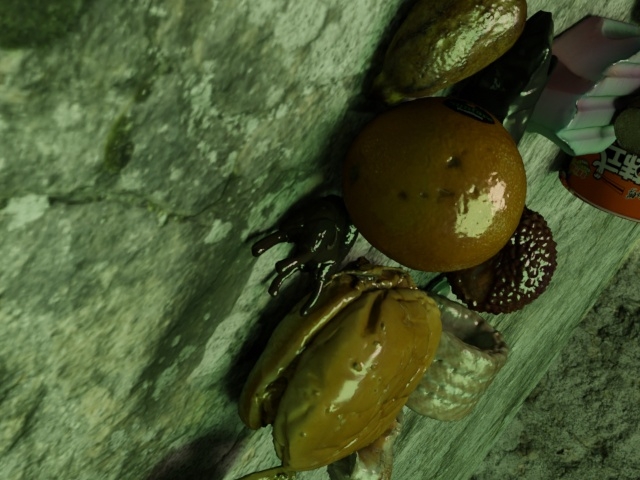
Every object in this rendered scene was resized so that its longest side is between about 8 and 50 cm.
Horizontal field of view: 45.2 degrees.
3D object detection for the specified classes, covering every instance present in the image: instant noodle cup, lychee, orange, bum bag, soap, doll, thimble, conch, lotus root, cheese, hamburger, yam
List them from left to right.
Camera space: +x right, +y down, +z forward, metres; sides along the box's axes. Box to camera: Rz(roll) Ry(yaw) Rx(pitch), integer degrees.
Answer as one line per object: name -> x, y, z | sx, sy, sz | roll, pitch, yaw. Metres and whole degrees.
doll -> 0.000, 0.000, 0.882 | 0.165, 0.057, 0.139 | -50, 153, -22
hamburger -> 0.033, 0.166, 1.028 | 0.319, 0.158, 0.318 | -41, 153, -26
conch -> 0.074, 0.312, 1.273 | 0.245, 0.163, 0.178 | -55, 173, -20
orange -> 0.124, -0.061, 0.842 | 0.206, 0.206, 0.206 | -37, 150, -26
thimble -> 0.192, 0.182, 1.238 | 0.229, 0.196, 0.148 | 19, 113, -36
cheese -> 0.211, 0.084, 1.340 | 0.120, 0.026, 0.067 | -48, 154, -7
lotus root -> 0.127, -0.204, 0.784 | 0.191, 0.094, 0.108 | -45, 118, -1
bum bag -> 0.204, -0.131, 0.978 | 0.340, 0.095, 0.144 | -63, 179, 26
lychee -> 0.289, 0.029, 1.226 | 0.188, 0.188, 0.188 | -37, 150, -26
soap -> 0.407, -0.230, 1.156 | 0.324, 0.109, 0.192 | -15, 136, -50
instant noodle cup -> 0.582, -0.164, 1.390 | 0.250, 0.250, 0.192 | -19, 130, -47
yam -> 0.507, -0.190, 1.156 | 0.127, 0.084, 0.084 | -33, 148, -26

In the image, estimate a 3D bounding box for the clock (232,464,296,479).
clock -> -0.135, 0.371, 1.040 | 0.237, 0.057, 0.237 | -21, 160, -8
